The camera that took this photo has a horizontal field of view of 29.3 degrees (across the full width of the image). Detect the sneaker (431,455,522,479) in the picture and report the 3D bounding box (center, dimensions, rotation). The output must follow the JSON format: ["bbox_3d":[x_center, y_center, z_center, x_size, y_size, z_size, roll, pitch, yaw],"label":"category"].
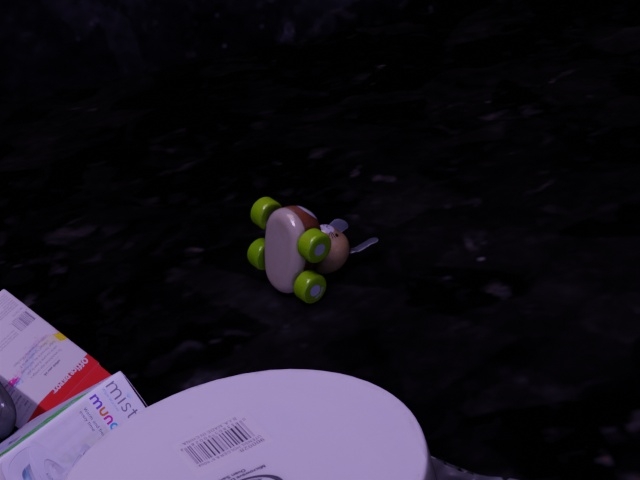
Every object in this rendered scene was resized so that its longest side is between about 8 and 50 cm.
[{"bbox_3d":[0.170,0.310,1.375,0.267,0.101,0.106,12,73,19],"label":"sneaker"}]

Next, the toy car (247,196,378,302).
[{"bbox_3d":[0.000,0.000,2.027,0.188,0.149,0.155,-16,35,-37],"label":"toy car"}]

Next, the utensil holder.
[{"bbox_3d":[-0.027,0.349,1.020,0.328,0.385,0.327,-10,26,5],"label":"utensil holder"}]

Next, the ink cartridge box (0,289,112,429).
[{"bbox_3d":[-0.422,0.194,1.787,0.231,0.078,0.134,38,37,1],"label":"ink cartridge box"}]

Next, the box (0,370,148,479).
[{"bbox_3d":[-0.338,0.293,1.457,0.231,0.126,0.262,-38,5,-41],"label":"box"}]

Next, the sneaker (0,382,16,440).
[{"bbox_3d":[-0.479,0.211,1.649,0.286,0.130,0.109,12,79,45],"label":"sneaker"}]
